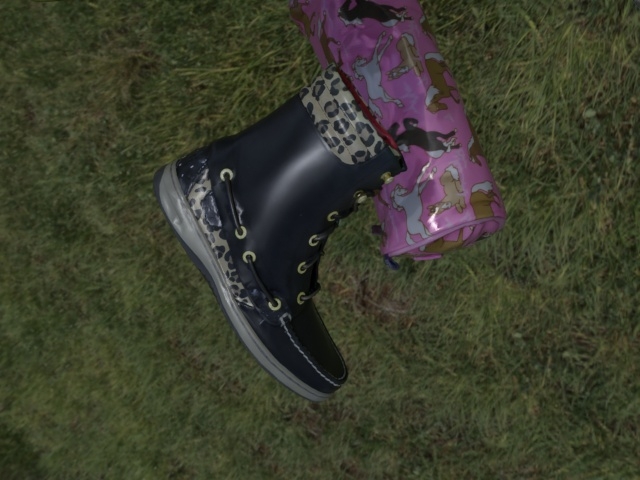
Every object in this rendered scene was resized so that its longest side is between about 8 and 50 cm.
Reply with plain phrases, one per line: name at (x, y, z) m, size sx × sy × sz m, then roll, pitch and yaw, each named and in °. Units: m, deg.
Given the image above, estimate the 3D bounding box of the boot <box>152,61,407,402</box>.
boot at (-0.001, 0.000, 0.484) m, size 0.178 × 0.085 × 0.236 m, roll -32°, pitch 97°, yaw 15°

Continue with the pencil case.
pencil case at (0.089, -0.164, 0.754) m, size 0.167 × 0.160 × 0.387 m, roll -22°, pitch 81°, yaw 21°

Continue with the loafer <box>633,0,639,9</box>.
loafer at (0.334, -0.234, 0.594) m, size 0.125 × 0.039 × 0.045 m, roll 26°, pitch 117°, yaw -25°
